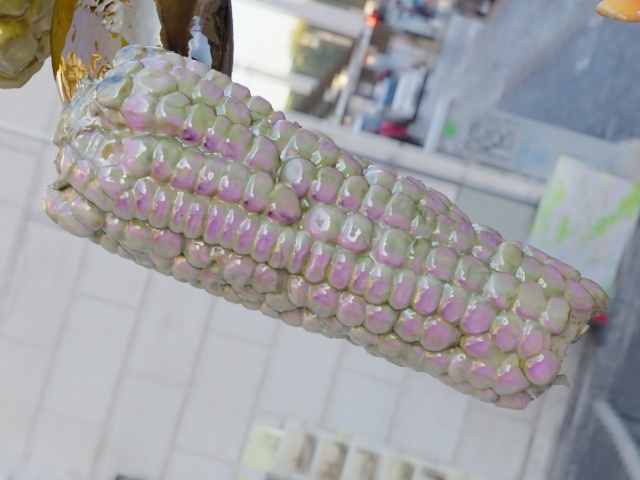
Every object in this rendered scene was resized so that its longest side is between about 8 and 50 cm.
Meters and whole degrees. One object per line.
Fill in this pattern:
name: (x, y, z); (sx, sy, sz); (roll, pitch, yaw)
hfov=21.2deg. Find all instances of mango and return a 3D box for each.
mango: (-0.129, -0.143, 1.291); (0.156, 0.151, 0.248); (49, -152, -56)

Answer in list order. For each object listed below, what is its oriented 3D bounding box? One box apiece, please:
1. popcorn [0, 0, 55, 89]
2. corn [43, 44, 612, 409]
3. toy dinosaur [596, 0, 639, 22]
popcorn: (-0.315, -0.232, 1.415); (0.190, 0.250, 0.250); (-64, -1, -5)
corn: (0.001, -0.002, 1.000); (0.126, 0.335, 0.126); (-155, 90, -89)
toy dinosaur: (0.215, -0.131, 0.947); (0.070, 0.117, 0.288); (99, 167, -44)
